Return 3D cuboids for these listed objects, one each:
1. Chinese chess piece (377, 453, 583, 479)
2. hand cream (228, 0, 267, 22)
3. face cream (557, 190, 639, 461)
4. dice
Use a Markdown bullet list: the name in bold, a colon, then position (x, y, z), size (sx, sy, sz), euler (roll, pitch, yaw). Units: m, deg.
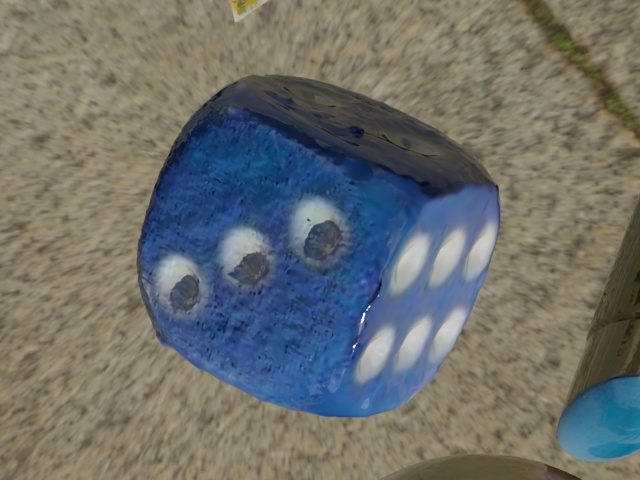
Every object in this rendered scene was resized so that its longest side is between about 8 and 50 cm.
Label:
- **Chinese chess piece**: position (0.093, 0.247, 0.855), size (0.250, 0.097, 0.251), euler (-1, 87, 17)
- **hand cream**: position (-0.068, -0.214, 1.267), size (0.035, 0.102, 0.022), euler (-36, 69, -3)
- **face cream**: position (0.245, 0.015, 1.064), size (0.067, 0.139, 0.285), euler (25, 71, 0)
- **dice**: position (0.000, 0.000, 0.787), size (0.146, 0.143, 0.146), euler (28, 109, 24)
